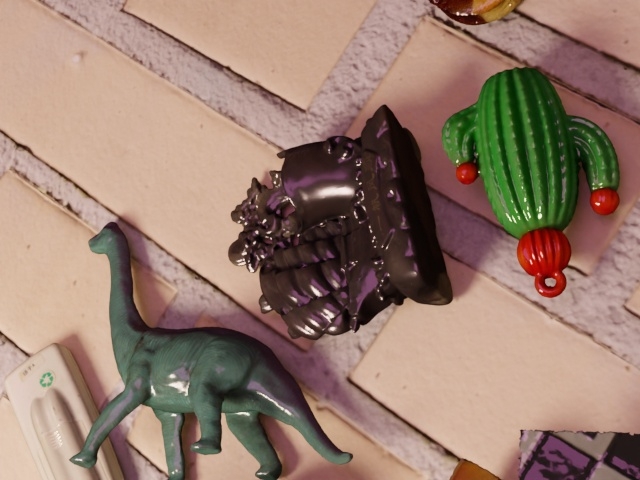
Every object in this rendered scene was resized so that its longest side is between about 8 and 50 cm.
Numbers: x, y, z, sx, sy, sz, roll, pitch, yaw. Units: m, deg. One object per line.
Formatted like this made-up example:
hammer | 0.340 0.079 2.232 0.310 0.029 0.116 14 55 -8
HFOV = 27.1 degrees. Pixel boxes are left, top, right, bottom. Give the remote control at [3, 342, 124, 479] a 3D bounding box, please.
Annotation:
remote control | -0.299 0.227 1.546 0.090 0.049 0.230 -36 57 7

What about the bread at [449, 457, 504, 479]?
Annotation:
bread | 0.112 0.397 1.246 0.138 0.077 0.361 27 85 21

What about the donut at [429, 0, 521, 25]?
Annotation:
donut | 0.178 -0.307 1.505 0.140 0.059 0.141 -9 68 23

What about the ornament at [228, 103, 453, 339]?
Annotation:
ornament | 0.000 0.000 1.463 0.260 0.106 0.251 -24 59 23

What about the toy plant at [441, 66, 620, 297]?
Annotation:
toy plant | 0.229 -0.071 1.374 0.154 0.088 0.240 -32 66 -4

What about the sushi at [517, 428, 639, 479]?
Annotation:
sushi | 0.313 0.305 1.154 0.292 0.059 0.294 3 72 9

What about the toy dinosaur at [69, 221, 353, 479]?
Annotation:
toy dinosaur | -0.125 0.102 1.489 0.383 0.129 0.331 -7 59 23
